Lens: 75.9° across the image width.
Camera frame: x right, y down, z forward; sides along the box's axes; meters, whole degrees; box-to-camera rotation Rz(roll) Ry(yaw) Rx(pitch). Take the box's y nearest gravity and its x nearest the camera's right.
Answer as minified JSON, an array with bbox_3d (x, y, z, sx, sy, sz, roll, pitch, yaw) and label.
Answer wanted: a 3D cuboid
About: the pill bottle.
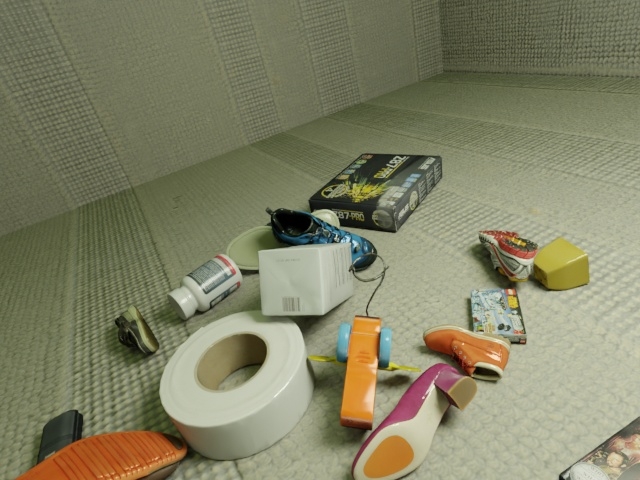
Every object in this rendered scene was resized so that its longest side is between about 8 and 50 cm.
[{"bbox_3d":[-0.309,0.125,1.098,0.108,0.108,0.180,16,41,42],"label":"pill bottle"}]

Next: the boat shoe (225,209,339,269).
[{"bbox_3d":[-0.111,-0.003,1.230,0.340,0.127,0.113,-25,0,-4],"label":"boat shoe"}]

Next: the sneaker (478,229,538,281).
[{"bbox_3d":[0.422,0.030,0.955,0.088,0.093,0.225,4,15,5],"label":"sneaker"}]

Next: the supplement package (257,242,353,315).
[{"bbox_3d":[-0.021,0.078,0.922,0.139,0.134,0.244,-3,1,20],"label":"supplement package"}]

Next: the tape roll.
[{"bbox_3d":[-0.158,0.265,0.802,0.286,0.100,0.286,-11,30,7],"label":"tape roll"}]

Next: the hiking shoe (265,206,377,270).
[{"bbox_3d":[0.000,0.000,1.080,0.303,0.132,0.113,16,76,12],"label":"hiking shoe"}]

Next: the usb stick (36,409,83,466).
[{"bbox_3d":[-0.473,0.420,0.733,0.077,0.045,0.278,-23,31,-15],"label":"usb stick"}]

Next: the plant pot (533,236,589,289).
[{"bbox_3d":[0.507,0.057,0.878,0.083,0.082,0.081,-24,30,0],"label":"plant pot"}]

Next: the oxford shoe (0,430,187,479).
[{"bbox_3d":[-0.378,0.399,0.615,0.363,0.133,0.130,-3,9,-44],"label":"oxford shoe"}]

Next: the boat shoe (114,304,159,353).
[{"bbox_3d":[-0.463,0.233,1.022,0.073,0.080,0.223,-35,30,-22],"label":"boat shoe"}]

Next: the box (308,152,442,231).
[{"bbox_3d":[0.196,-0.179,1.401,0.318,0.097,0.395,12,39,34],"label":"box"}]

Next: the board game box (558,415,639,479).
[{"bbox_3d":[0.437,0.337,0.468,0.165,0.042,0.243,-24,31,-15],"label":"board game box"}]

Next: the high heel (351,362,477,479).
[{"bbox_3d":[0.138,0.291,0.676,0.244,0.082,0.117,-40,4,-14],"label":"high heel"}]

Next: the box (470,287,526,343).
[{"bbox_3d":[0.357,0.151,0.834,0.093,0.027,0.137,-5,31,20],"label":"box"}]

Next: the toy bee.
[{"bbox_3d":[0.096,0.204,0.773,0.195,0.162,0.298,23,63,20],"label":"toy bee"}]

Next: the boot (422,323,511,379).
[{"bbox_3d":[0.261,0.207,0.757,0.157,0.059,0.085,5,40,28],"label":"boot"}]
